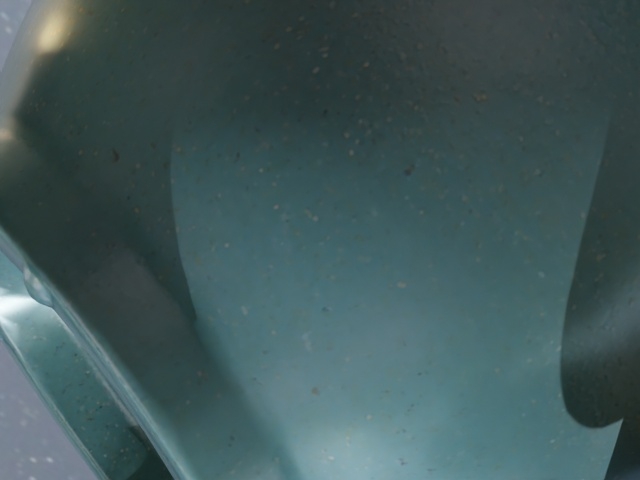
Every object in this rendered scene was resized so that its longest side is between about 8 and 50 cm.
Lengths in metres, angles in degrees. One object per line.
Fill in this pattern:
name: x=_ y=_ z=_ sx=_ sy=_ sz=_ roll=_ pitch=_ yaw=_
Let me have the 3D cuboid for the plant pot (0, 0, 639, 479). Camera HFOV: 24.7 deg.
plant pot: x=0.000 y=0.000 z=0.478 sx=0.196 sy=0.293 sz=0.293 roll=-36 pitch=-126 yaw=-20
